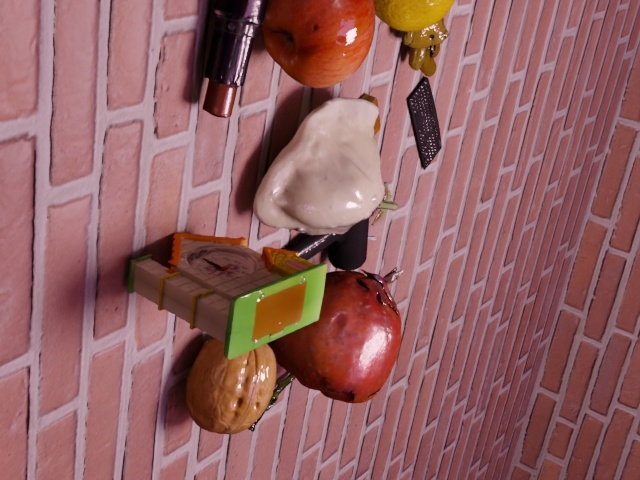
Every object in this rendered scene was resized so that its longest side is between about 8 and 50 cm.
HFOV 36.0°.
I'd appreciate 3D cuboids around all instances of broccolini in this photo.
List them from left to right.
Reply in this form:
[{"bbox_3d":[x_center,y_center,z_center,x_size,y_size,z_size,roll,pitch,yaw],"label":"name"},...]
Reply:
[{"bbox_3d":[-0.094,0.313,2.153,0.057,0.071,0.254,51,50,-13],"label":"broccolini"}]

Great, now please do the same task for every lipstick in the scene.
[{"bbox_3d":[-0.131,-0.338,1.533,0.081,0.081,0.299,-7,117,-57],"label":"lipstick"}]

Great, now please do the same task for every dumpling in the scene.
[{"bbox_3d":[0.023,-0.138,1.826,0.318,0.187,0.242,-27,137,-44],"label":"dumpling"}]

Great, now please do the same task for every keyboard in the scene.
[{"bbox_3d":[0.244,-0.269,2.273,0.087,0.017,0.250,-51,148,-21],"label":"keyboard"}]

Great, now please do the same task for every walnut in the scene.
[{"bbox_3d":[-0.170,0.270,1.854,0.165,0.165,0.197,25,87,-61],"label":"walnut"}]

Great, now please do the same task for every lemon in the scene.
[{"bbox_3d":[0.167,-0.486,1.810,0.187,0.187,0.244,-51,153,-25],"label":"lemon"}]

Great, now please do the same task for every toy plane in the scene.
[{"bbox_3d":[0.140,-0.082,2.217,0.111,0.040,0.102,0,113,-60],"label":"toy plane"}]

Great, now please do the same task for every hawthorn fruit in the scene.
[{"bbox_3d":[0.057,0.170,2.015,0.307,0.276,0.276,-54,151,1],"label":"hawthorn fruit"}]

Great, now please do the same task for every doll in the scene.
[{"bbox_3d":[0.230,-0.423,2.056,0.137,0.097,0.209,-66,157,-10],"label":"doll"}]

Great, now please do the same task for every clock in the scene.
[{"bbox_3d":[-0.159,0.065,1.610,0.220,0.255,0.106,-20,127,-48],"label":"clock"}]

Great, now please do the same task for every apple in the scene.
[{"bbox_3d":[-0.009,-0.354,1.608,0.164,0.209,0.209,-44,145,-28],"label":"apple"}]

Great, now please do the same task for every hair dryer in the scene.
[{"bbox_3d":[0.000,0.000,2.028,0.251,0.089,0.197,-31,140,-32],"label":"hair dryer"}]

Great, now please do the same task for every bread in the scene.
[{"bbox_3d":[0.083,-0.238,2.009,0.094,0.035,0.090,-46,146,-31],"label":"bread"}]

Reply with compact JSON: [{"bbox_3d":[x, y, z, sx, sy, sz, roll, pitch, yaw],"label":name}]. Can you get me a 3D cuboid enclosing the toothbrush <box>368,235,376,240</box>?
[{"bbox_3d":[0.097,-0.004,2.234,0.131,0.013,0.011,0,121,-60],"label":"toothbrush"}]
